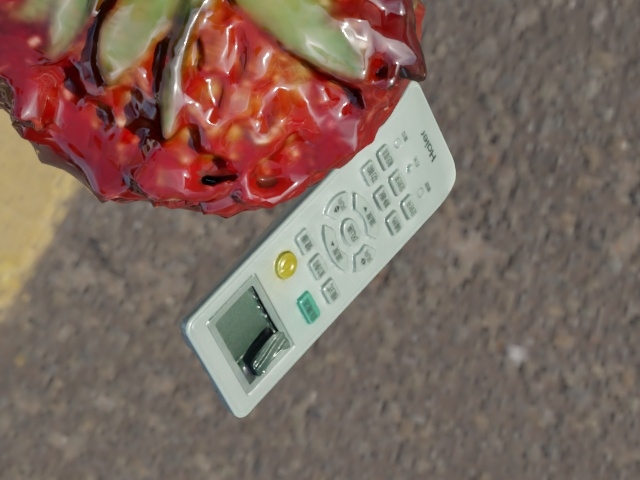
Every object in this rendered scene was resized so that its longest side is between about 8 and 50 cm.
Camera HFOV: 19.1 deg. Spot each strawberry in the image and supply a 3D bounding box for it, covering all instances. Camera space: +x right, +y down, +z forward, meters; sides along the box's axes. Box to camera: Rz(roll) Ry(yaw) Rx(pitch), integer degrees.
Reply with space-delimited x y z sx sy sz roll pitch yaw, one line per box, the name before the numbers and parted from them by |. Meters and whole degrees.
strawberry | -0.071 -0.144 0.934 0.261 0.257 0.261 -1 95 -6

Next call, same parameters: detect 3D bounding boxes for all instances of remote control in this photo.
remote control | 0.001 0.000 1.464 0.051 0.293 0.103 13 141 43
